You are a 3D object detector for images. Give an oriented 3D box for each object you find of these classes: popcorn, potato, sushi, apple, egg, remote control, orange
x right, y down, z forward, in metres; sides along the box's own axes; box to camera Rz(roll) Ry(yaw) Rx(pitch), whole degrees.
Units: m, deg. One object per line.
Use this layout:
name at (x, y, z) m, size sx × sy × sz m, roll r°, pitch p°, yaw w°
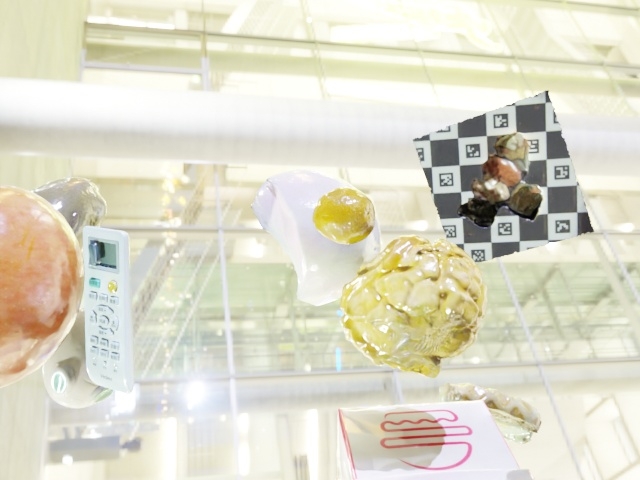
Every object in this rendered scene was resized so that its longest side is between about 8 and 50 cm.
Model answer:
popcorn at (0.159, 0.109, 1.121) m, size 0.190 × 0.250 × 0.250 m, roll -67°, pitch 173°, yaw -48°
potato at (-0.514, -0.028, 1.298) m, size 0.178 × 0.235 × 0.160 m, roll 34°, pitch -27°, yaw 22°
sushi at (0.416, -0.134, 1.576) m, size 0.069 × 0.320 × 0.339 m, roll -53°, pitch 122°, yaw -70°
apple at (-0.430, 0.059, 0.841) m, size 0.206 × 0.272 × 0.251 m, roll 40°, pitch 39°, yaw -71°
egg at (0.014, -0.013, 1.248) m, size 0.270 × 0.207 × 0.162 m, roll 65°, pitch -8°, yaw -9°
remote control at (-0.364, 0.121, 1.191) m, size 0.103 × 0.051 × 0.293 m, roll 8°, pitch -76°, yaw 31°
orange at (0.033, -0.036, 1.001) m, size 0.095 × 0.085 × 0.085 m, roll -1°, pitch -91°, yaw 37°

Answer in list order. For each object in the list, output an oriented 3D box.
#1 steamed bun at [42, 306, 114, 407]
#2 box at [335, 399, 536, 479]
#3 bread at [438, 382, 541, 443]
steamed bun at (-0.501, 0.259, 1.480) m, size 0.131 × 0.177 × 0.228 m, roll 20°, pitch -99°, yaw 59°
box at (0.192, 0.501, 1.242) m, size 0.300 × 0.313 × 0.314 m, roll -105°, pitch -166°, yaw -68°
bread at (0.369, 0.369, 1.494) m, size 0.128 × 0.232 × 0.087 m, roll 126°, pitch -18°, yaw -48°
